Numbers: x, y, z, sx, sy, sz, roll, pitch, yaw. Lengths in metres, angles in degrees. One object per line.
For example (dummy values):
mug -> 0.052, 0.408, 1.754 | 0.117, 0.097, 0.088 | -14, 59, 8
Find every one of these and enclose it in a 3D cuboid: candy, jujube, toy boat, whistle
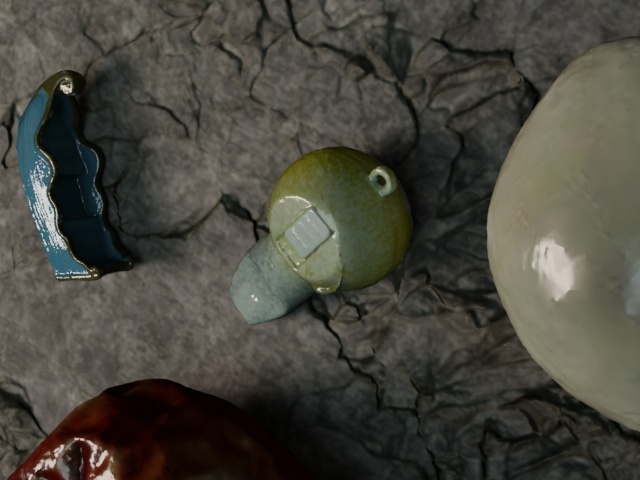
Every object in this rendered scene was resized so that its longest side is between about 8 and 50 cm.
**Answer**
candy -> 0.248, -0.001, 1.124 | 0.296, 0.185, 0.295 | 6, 102, 29
jujube -> -0.093, 0.300, 1.281 | 0.377, 0.276, 0.276 | 48, 113, 7
toy boat -> -0.213, -0.055, 1.381 | 0.077, 0.075, 0.185 | -20, 86, 28
whistle -> 0.000, 0.000, 1.293 | 0.123, 0.123, 0.223 | 55, 136, 8
